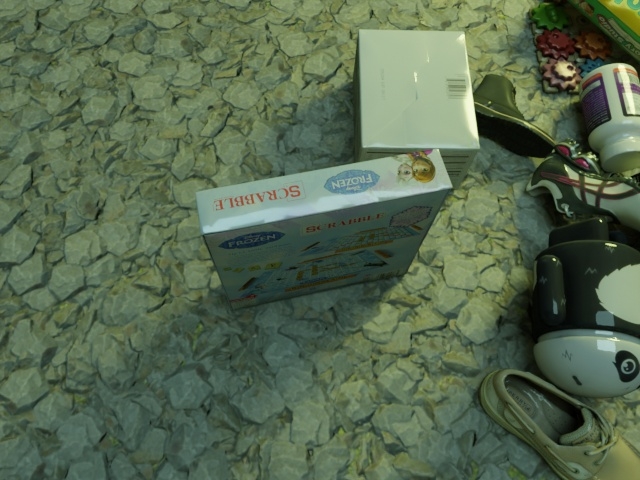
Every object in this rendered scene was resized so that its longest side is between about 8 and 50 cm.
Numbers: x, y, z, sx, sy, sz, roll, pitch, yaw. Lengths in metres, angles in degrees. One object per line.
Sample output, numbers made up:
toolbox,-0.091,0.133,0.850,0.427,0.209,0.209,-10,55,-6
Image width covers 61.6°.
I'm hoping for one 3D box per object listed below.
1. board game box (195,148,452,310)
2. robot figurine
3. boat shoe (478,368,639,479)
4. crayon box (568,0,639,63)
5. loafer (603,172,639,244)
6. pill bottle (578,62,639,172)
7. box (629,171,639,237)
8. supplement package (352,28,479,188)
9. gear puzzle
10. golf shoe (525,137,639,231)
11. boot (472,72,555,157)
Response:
board game box,0.000,0.000,0.803,0.319,0.318,0.066,-11,67,-8
robot figurine,0.430,0.106,0.852,0.209,0.173,0.278,8,66,7
boat shoe,0.387,0.298,0.808,0.302,0.098,0.109,35,70,12
crayon box,0.734,-0.532,1.087,0.363,0.106,0.313,45,98,6
loafer,0.552,-0.063,0.999,0.056,0.050,0.148,-13,67,-7
pill bottle,0.574,-0.235,1.043,0.108,0.108,0.193,3,67,-1
box,0.620,-0.016,0.964,0.114,0.036,0.207,16,64,-25
supplement package,0.167,-0.245,1.009,0.204,0.145,0.262,1,67,-1
gear puzzle,0.555,-0.468,1.178,0.175,0.044,0.339,1,66,-2
golf shoe,0.491,-0.065,0.944,0.120,0.105,0.273,-46,44,9
boot,0.388,-0.258,1.068,0.198,0.077,0.137,31,64,9
